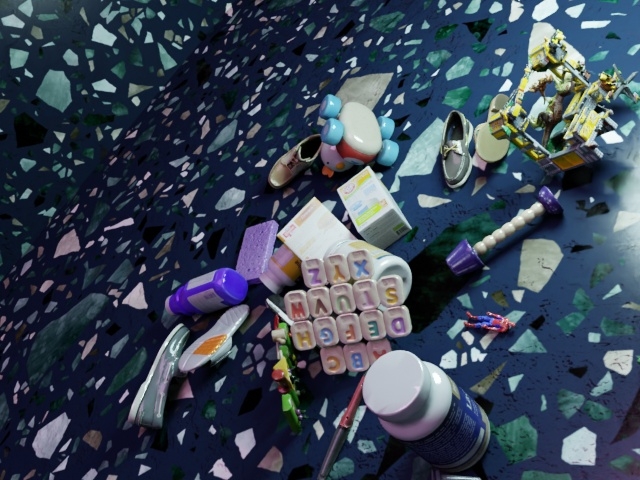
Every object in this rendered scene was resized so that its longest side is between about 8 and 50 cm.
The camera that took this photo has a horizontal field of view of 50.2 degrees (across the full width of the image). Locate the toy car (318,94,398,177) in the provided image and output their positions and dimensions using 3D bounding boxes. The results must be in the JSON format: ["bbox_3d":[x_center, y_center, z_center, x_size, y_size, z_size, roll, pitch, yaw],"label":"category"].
[{"bbox_3d":[0.071,-0.262,1.995,0.238,0.219,0.210,-54,28,40],"label":"toy car"}]

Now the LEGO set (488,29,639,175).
[{"bbox_3d":[0.552,-0.313,1.511,0.331,0.255,0.192,-48,10,-21],"label":"LEGO set"}]

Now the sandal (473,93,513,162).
[{"bbox_3d":[0.432,-0.268,1.748,0.079,0.088,0.240,-46,16,56],"label":"sandal"}]

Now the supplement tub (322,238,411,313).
[{"bbox_3d":[0.108,0.082,1.660,0.144,0.144,0.199,-53,39,-8],"label":"supplement tub"}]

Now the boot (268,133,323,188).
[{"bbox_3d":[-0.075,-0.247,2.117,0.213,0.077,0.165,-44,8,-3],"label":"boot"}]

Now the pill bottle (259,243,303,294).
[{"bbox_3d":[-0.080,0.060,1.882,0.184,0.103,0.103,-46,39,1],"label":"pill bottle"}]

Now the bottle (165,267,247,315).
[{"bbox_3d":[-0.347,0.163,2.022,0.282,0.118,0.092,-21,45,36],"label":"bottle"}]

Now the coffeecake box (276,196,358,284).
[{"bbox_3d":[0.000,0.000,1.796,0.142,0.185,0.068,-45,2,2],"label":"coffeecake box"}]

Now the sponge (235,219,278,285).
[{"bbox_3d":[-0.196,0.040,2.062,0.117,0.031,0.210,-16,47,33],"label":"sponge"}]

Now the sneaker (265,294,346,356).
[{"bbox_3d":[-0.019,0.195,1.730,0.124,0.107,0.283,-45,45,-14],"label":"sneaker"}]

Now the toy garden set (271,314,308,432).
[{"bbox_3d":[-0.070,0.292,1.607,0.049,0.204,0.244,-11,46,5],"label":"toy garden set"}]

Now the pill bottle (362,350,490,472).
[{"bbox_3d":[0.198,0.319,1.276,0.153,0.264,0.153,-24,44,25],"label":"pill bottle"}]

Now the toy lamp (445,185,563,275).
[{"bbox_3d":[0.405,-0.016,1.530,0.274,0.080,0.080,-37,39,10],"label":"toy lamp"}]

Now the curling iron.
[{"bbox_3d":[0.066,0.405,1.505,0.068,0.035,0.274,18,70,49],"label":"curling iron"}]

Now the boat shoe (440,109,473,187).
[{"bbox_3d":[0.349,-0.240,1.782,0.081,0.068,0.228,-15,48,33],"label":"boat shoe"}]

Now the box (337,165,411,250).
[{"bbox_3d":[0.139,-0.084,1.809,0.114,0.103,0.203,-36,40,12],"label":"box"}]

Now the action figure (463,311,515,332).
[{"bbox_3d":[0.359,0.174,1.448,0.115,0.030,0.038,4,55,41],"label":"action figure"}]

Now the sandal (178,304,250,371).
[{"bbox_3d":[-0.276,0.286,1.896,0.101,0.076,0.265,6,40,44],"label":"sandal"}]

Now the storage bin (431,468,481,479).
[{"bbox_3d":[0.249,0.491,1.232,0.090,0.098,0.135,-1,51,7],"label":"storage bin"}]

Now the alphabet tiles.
[{"bbox_3d":[0.059,0.166,1.558,0.283,0.278,0.021,-10,4,18],"label":"alphabet tiles"}]

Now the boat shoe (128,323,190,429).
[{"bbox_3d":[-0.435,0.389,1.952,0.099,0.116,0.320,20,56,3],"label":"boat shoe"}]

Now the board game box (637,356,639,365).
[{"bbox_3d":[0.679,0.210,1.127,0.136,0.030,0.259,-53,39,-5],"label":"board game box"}]
